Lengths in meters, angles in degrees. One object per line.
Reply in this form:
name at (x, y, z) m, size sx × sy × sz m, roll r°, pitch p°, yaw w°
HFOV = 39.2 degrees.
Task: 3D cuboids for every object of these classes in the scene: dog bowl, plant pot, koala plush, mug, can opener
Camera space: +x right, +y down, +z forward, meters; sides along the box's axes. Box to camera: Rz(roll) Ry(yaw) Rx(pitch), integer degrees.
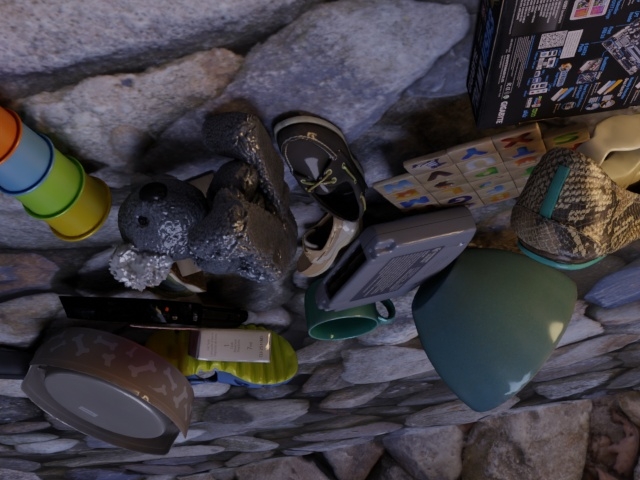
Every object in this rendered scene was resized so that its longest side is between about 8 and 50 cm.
dog bowl at (-0.403, 0.290, 1.739) m, size 0.348 × 0.102 × 0.349 m, roll 15°, pitch 146°, yaw 10°
plant pot at (0.275, 0.126, 1.579) m, size 0.195 × 0.290 × 0.290 m, roll 36°, pitch 145°, yaw -6°
koala plush at (-0.157, -0.025, 1.130) m, size 0.221 × 0.196 × 0.203 m, roll -7°, pitch 150°, yaw 16°
mug at (0.044, 0.118, 1.649) m, size 0.129 × 0.097 × 0.157 m, roll -25°, pitch 152°, yaw 33°
can opener at (-0.585, 0.275, 1.802) m, size 0.076 × 0.095 × 0.283 m, roll -23°, pitch 159°, yaw 30°

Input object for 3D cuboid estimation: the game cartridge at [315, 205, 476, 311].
game cartridge at (0.123, 0.033, 1.460) m, size 0.198 × 0.062 × 0.297 m, roll -16°, pitch 163°, yaw -25°

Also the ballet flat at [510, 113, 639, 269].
ballet flat at (0.409, -0.079, 1.199) m, size 0.164 × 0.182 × 0.482 m, roll 27°, pitch -159°, yaw 31°

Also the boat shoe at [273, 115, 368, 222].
boat shoe at (0.008, -0.091, 1.195) m, size 0.081 × 0.069 × 0.228 m, roll -16°, pitch 155°, yaw 19°

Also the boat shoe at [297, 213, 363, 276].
boat shoe at (0.000, 0.000, 1.419) m, size 0.059 × 0.063 × 0.170 m, roll 10°, pitch 141°, yaw -30°

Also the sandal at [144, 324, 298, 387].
sandal at (-0.204, 0.244, 1.842) m, size 0.317 × 0.126 × 0.138 m, roll 7°, pitch 154°, yaw -11°

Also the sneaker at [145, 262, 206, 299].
sneaker at (-0.255, 0.056, 1.449) m, size 0.086 × 0.064 × 0.192 m, roll -17°, pitch 158°, yaw 9°

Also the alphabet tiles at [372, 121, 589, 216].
alphabet tiles at (0.235, -0.091, 1.259) m, size 0.285 × 0.011 × 0.342 m, roll -16°, pitch 167°, yaw 15°

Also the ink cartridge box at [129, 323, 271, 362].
ink cartridge box at (-0.225, 0.186, 1.631) m, size 0.238 × 0.060 × 0.275 m, roll 3°, pitch 174°, yaw -11°

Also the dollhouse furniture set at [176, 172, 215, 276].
dollhouse furniture set at (-0.167, -0.034, 1.323) m, size 0.144 × 0.123 × 0.151 m, roll -18°, pitch -170°, yaw 21°

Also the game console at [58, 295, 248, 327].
game console at (-0.269, 0.128, 1.590) m, size 0.213 × 0.044 × 0.361 m, roll 0°, pitch 172°, yaw 27°

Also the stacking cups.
stacking cups at (-0.366, -0.101, 1.038) m, size 0.096 × 0.096 × 0.316 m, roll -15°, pitch 153°, yaw 15°

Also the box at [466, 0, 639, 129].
box at (0.318, -0.235, 0.965) m, size 0.293 × 0.073 × 0.295 m, roll -10°, pitch 158°, yaw 0°
